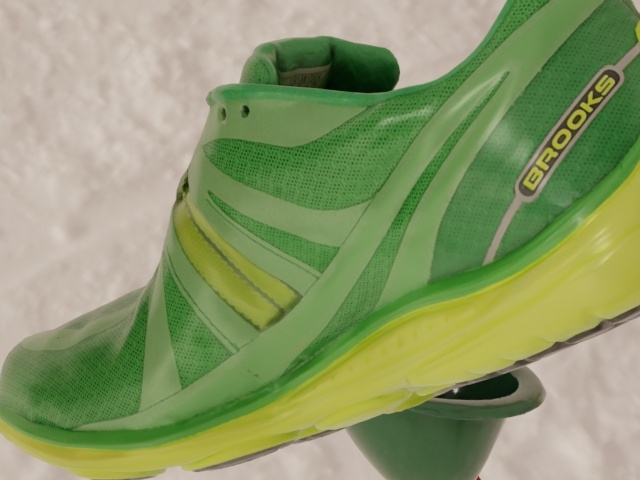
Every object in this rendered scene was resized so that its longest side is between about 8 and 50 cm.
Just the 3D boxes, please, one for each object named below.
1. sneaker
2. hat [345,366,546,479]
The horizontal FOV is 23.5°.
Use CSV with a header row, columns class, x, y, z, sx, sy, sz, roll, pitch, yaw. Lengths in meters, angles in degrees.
class,x,y,z,sx,sy,sz,roll,pitch,yaw
sneaker,0.000,0.000,0.509,0.109,0.295,0.123,-9,77,-53
hat,0.061,0.169,1.076,0.208,0.183,0.173,12,15,5
